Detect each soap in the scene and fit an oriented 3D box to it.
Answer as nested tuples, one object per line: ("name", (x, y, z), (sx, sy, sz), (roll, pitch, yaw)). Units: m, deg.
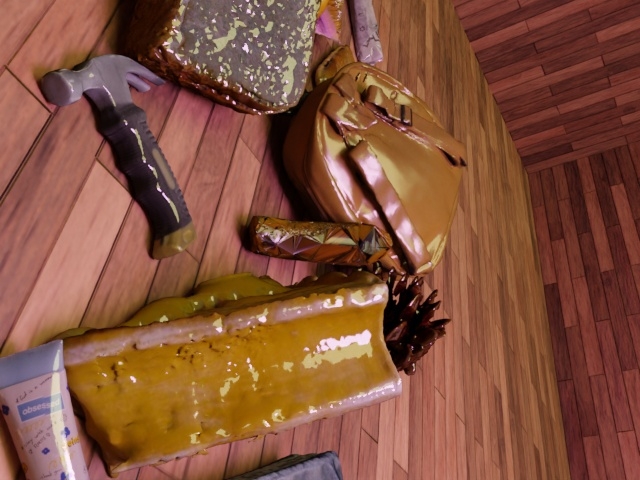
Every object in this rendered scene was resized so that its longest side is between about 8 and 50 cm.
("soap", (-0.128, 0.128, 0.767), (0.338, 0.304, 0.170), (-9, 88, -25))

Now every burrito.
("burrito", (0.106, -0.505, 1.600), (0.064, 0.064, 0.203), (21, 57, -59))

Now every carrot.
("carrot", (-0.001, 0.000, 0.977), (0.228, 0.069, 0.069), (5, 68, -30))

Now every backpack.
("backpack", (0.092, -0.124, 1.165), (0.378, 0.201, 0.354), (50, 47, -28))

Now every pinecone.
("pinecone", (0.092, 0.123, 1.048), (0.207, 0.207, 0.208), (42, 40, -48))

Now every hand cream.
("hand cream", (-0.218, 0.171, 0.549), (0.065, 0.043, 0.171), (-17, 89, -24))

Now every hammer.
("hammer", (-0.200, -0.094, 0.751), (0.227, 0.041, 0.159), (67, 27, -12))

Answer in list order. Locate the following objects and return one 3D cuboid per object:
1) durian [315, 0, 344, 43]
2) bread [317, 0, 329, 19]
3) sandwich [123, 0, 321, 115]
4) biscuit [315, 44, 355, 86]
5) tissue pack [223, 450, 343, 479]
("durian", (-0.042, -0.518, 1.246), (0.341, 0.112, 0.191), (21, 58, -56))
("bread", (-0.081, -0.399, 1.043), (0.229, 0.143, 0.140), (22, 67, -45))
("sandwich", (-0.102, -0.324, 0.869), (0.271, 0.099, 0.301), (12, 88, -48))
("biscuit", (0.040, -0.326, 1.394), (0.247, 0.028, 0.119), (-62, 137, -57))
("tissue pack", (-0.062, 0.355, 0.686), (0.315, 0.103, 0.228), (14, 61, -62))
